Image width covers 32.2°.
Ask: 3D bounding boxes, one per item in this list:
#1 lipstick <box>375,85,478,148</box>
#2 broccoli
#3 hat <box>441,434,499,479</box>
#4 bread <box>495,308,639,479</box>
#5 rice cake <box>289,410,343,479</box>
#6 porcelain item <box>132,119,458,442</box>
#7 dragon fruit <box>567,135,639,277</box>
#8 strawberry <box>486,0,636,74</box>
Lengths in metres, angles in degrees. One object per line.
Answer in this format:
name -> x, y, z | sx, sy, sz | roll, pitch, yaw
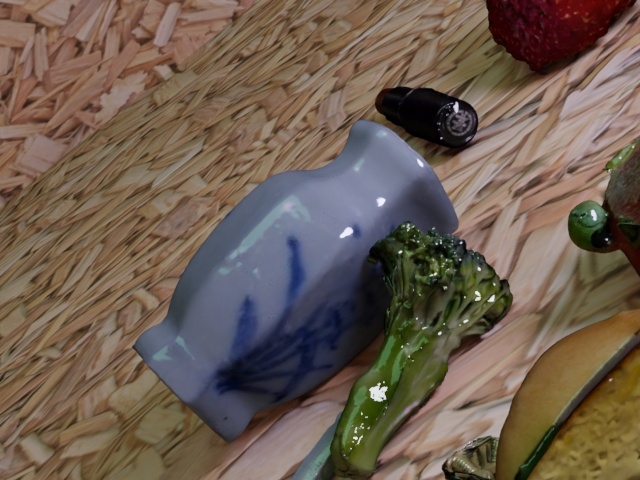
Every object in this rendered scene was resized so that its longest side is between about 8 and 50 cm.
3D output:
lipstick -> 0.157, -0.203, 1.744 | 0.081, 0.081, 0.300 | -40, 22, -4
broccoli -> 0.090, 0.124, 1.230 | 0.146, 0.165, 0.304 | 2, 57, 45
hat -> 0.162, 0.223, 1.031 | 0.077, 0.059, 0.076 | 1, 29, 47
bread -> 0.238, 0.153, 0.925 | 0.251, 0.174, 0.133 | -45, 22, -5
rice cake -> -0.011, 0.261, 1.228 | 0.042, 0.030, 0.180 | 6, 49, 50
porcelain item -> -0.029, 0.049, 1.371 | 0.405, 0.242, 0.178 | -43, 50, -7
dragon fruit -> 0.394, -0.041, 1.081 | 0.295, 0.130, 0.268 | -23, 28, 30
strawberry -> 0.351, -0.397, 1.651 | 0.274, 0.220, 0.274 | -31, 29, 20
